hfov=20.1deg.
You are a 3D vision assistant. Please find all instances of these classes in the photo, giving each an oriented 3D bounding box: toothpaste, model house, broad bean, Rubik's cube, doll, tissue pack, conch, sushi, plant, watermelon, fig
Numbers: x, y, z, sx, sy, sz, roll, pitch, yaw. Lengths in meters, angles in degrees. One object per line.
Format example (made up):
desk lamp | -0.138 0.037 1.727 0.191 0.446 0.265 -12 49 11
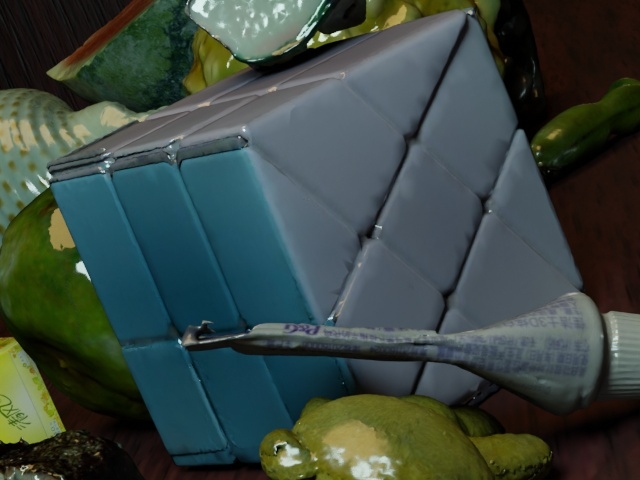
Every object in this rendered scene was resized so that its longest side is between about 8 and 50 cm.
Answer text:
toothpaste | 0.067 0.059 0.969 0.282 0.099 0.068 1 55 -3
model house | -0.024 -0.159 1.217 0.101 0.088 0.100 -52 -15 2
broad bean | 0.242 -0.102 1.640 0.070 0.048 0.213 -12 15 42
Rubik's cube | 0.000 0.000 1.178 0.221 0.231 0.224 -31 13 -39
doll | 0.046 0.125 0.936 0.137 0.097 0.209 14 5 15
tissue pack | -0.281 0.133 1.434 0.062 0.095 0.176 -29 14 -34
conch | -0.219 -0.029 1.760 0.319 0.215 0.303 9 1 40
sushi | -0.173 0.167 1.094 0.150 0.090 0.078 -6 10 38
plant | 0.140 -0.188 1.893 0.199 0.188 0.276 -17 10 13
watermelon | -0.130 -0.192 1.795 0.260 0.176 0.256 -46 -32 16
fig | -0.115 -0.006 1.361 0.206 0.206 0.275 -6 44 55

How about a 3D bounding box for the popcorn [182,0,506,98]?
popcorn | 0.025 -0.140 1.598 0.279 0.274 0.335 3 -5 10
